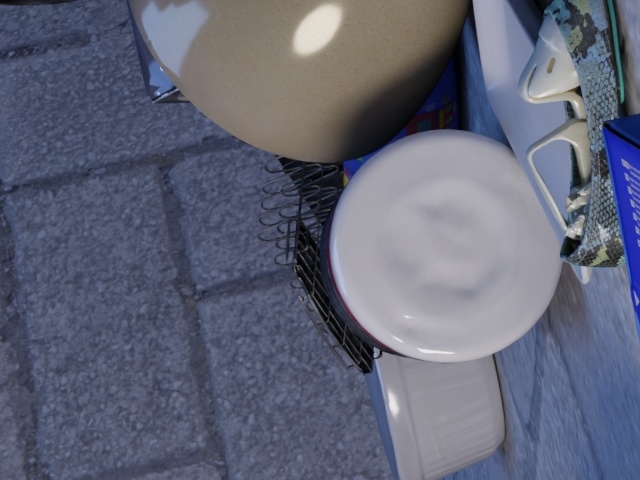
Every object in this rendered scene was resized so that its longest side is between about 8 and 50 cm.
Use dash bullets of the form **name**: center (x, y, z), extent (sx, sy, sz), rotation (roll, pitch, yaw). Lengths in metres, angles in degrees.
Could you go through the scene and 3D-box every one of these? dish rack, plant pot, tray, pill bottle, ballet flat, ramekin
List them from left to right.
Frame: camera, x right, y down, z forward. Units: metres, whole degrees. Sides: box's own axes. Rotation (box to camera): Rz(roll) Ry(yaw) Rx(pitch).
- **dish rack**: center (0.000, 0.000, 1.834), extent (0.208, 0.074, 0.271), rotation (55, -153, -40)
- **plant pot**: center (0.012, -0.230, 1.422), extent (0.191, 0.284, 0.284), rotation (-41, 56, 48)
- **ramekin**: center (0.117, 0.136, 2.003), extent (0.273, 0.127, 0.273), rotation (166, 90, -88)
- **pill bottle**: center (0.088, 0.011, 1.476), extent (0.318, 0.176, 0.176), rotation (129, 128, -86)
- **tray**: center (0.150, -0.100, 1.236), extent (0.270, 0.030, 0.145), rotation (-107, 5, -56)
- **ballet flat**: center (0.148, -0.072, 1.046), extent (0.070, 0.070, 0.188), rotation (-121, 19, -82)

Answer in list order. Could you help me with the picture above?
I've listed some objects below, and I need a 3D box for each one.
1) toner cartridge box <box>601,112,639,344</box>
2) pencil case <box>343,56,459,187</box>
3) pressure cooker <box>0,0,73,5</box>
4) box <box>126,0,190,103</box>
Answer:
- **toner cartridge box**: center (0.190, 0.054, 0.641), extent (0.348, 0.075, 0.165), rotation (-115, 13, -76)
- **pencil case**: center (0.068, -0.147, 1.722), extent (0.133, 0.119, 0.306), rotation (48, 160, 34)
- **pressure cooker**: center (-0.228, -0.379, 1.304), extent (0.370, 0.375, 0.420), rotation (55, -146, -48)
- **box**: center (-0.071, -0.345, 1.887), extent (0.097, 0.318, 0.395), rotation (-21, 80, 45)
